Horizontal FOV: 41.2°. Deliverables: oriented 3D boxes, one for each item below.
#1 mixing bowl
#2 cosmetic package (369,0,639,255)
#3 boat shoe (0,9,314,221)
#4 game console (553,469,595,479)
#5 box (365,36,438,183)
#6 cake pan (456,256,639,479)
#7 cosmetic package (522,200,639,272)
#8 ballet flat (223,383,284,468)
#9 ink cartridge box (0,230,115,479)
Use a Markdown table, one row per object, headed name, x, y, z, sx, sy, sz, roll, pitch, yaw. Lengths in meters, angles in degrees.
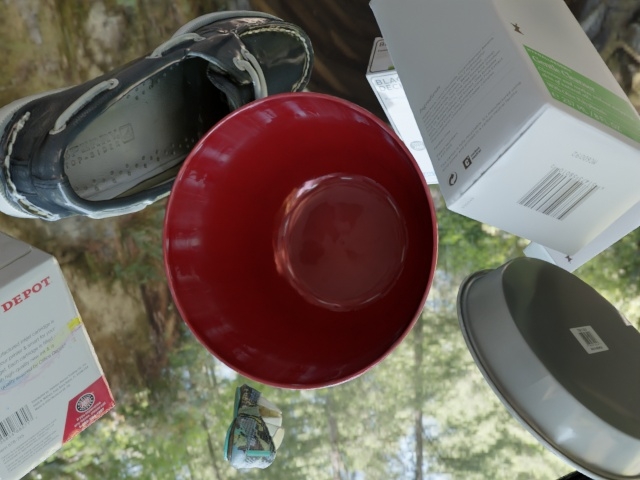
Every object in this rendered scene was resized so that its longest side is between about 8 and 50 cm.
| name | x | y | z | sx | sy | sz | roll | pitch | yaw |
| --- | --- | --- | --- | --- | --- | --- | --- | --- | --- |
| mixing bowl | 0.000 | 0.000 | 0.559 | 0.181 | 0.181 | 0.098 | 6 | -178 | 22 |
| cosmetic package | 0.203 | -0.181 | 0.950 | 0.197 | 0.155 | 0.366 | 17 | -138 | -31 |
| boat shoe | -0.091 | -0.092 | 0.613 | 0.091 | 0.114 | 0.302 | 8 | -145 | 41 |
| game console | 0.237 | 0.408 | 0.968 | 0.361 | 0.213 | 0.044 | -24 | 169 | 0 |
| box | 0.208 | -0.221 | 1.438 | 0.169 | 0.290 | 0.087 | -2 | -126 | 27 |
| cake pan | 0.280 | 0.128 | 0.933 | 0.293 | 0.054 | 0.293 | 27 | -147 | -19 |
| cosmetic package | 0.563 | -0.066 | 1.569 | 0.377 | 0.097 | 0.284 | -35 | 172 | 3 |
| ballet flat | -0.074 | 0.215 | 0.978 | 0.070 | 0.070 | 0.188 | -8 | -170 | -1 |
| ink cartridge box | -0.293 | 0.099 | 0.763 | 0.127 | 0.176 | 0.128 | 18 | -139 | 40 |
